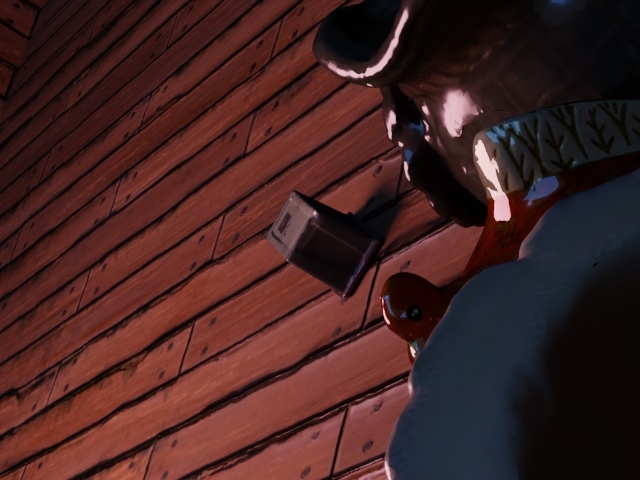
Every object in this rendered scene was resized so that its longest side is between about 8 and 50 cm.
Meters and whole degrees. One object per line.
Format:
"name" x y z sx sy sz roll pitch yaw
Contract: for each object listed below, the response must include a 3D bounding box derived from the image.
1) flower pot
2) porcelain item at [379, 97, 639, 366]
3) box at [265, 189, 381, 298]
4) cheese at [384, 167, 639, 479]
"flower pot" 0.147 -0.148 1.086 0.302 0.213 0.302 -49 13 16
"porcelain item" 0.133 0.052 0.901 0.253 0.253 0.253 -47 27 32
"box" 0.000 0.000 1.464 0.060 0.063 0.084 -58 23 5
"cheese" 0.202 0.092 0.620 0.332 0.153 0.292 -11 33 23
